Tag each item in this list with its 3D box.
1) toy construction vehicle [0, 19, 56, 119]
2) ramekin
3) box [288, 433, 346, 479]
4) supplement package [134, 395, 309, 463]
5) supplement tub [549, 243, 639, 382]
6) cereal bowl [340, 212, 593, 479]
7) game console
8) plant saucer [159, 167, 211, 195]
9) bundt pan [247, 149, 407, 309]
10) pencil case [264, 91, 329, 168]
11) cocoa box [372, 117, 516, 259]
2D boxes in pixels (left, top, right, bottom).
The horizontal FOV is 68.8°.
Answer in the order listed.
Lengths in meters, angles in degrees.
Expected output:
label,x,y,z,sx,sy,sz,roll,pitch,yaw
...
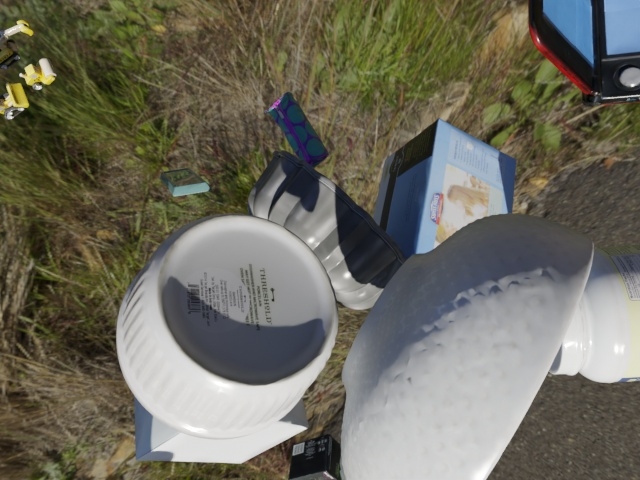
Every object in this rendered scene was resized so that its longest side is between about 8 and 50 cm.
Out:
label,x,y,z,sx,sy,sz,roll,pitch,yaw
toy construction vehicle,-0.378,-0.209,0.573,0.098,0.035,0.086,-22,88,20
ramekin,-0.080,0.072,0.447,0.207,0.109,0.207,14,56,-21
box,0.007,0.306,0.618,0.062,0.052,0.083,-26,119,23
supplement package,-0.151,0.198,0.692,0.149,0.194,0.203,-36,49,21
supplement tub,0.562,0.124,0.821,0.324,0.235,0.236,-6,80,10
cereal bowl,0.123,0.116,0.483,0.141,0.339,0.339,30,87,20
game console,0.194,-0.169,0.291,0.123,0.085,0.144,1,76,21
plant saucer,-0.258,-0.113,0.877,0.067,0.192,0.018,-13,112,-22
bundt pan,0.000,0.000,0.824,0.330,0.331,0.124,42,84,13
pencil case,-0.045,-0.215,0.935,0.064,0.070,0.152,-32,91,27
cocoa box,0.263,-0.042,1.045,0.231,0.228,0.348,22,66,-18
